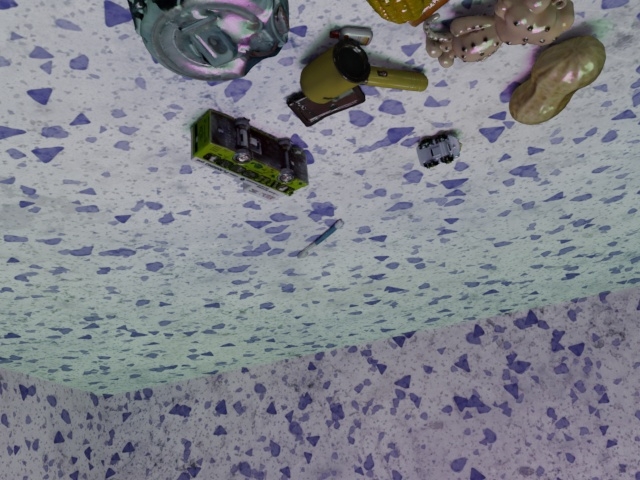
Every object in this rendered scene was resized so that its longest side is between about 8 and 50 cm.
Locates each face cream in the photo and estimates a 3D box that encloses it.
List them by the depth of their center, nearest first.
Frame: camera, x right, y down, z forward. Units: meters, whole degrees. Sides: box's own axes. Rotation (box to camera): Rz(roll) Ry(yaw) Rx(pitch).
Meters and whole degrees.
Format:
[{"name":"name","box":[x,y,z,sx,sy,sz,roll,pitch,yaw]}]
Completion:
[{"name":"face cream","box":[0.059,-0.399,1.396,0.083,0.021,0.040,0,156,-16]}]

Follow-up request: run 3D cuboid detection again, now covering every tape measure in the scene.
[{"name":"tape measure","box":[-0.186,-0.387,1.204,0.256,0.147,0.275,-20,152,27]}]

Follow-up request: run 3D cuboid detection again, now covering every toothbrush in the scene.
[{"name":"toothbrush","box":[0.000,0.000,2.260,0.025,0.019,0.276,2,155,-32]}]

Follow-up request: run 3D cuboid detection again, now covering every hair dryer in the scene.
[{"name":"hair dryer","box":[0.102,-0.334,1.480,0.279,0.090,0.135,-2,169,-35]}]

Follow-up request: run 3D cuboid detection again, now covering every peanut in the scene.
[{"name":"peanut","box":[0.500,-0.339,1.547,0.125,0.111,0.274,5,153,-17]}]

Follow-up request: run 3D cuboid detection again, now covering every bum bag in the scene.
[{"name":"bum bag","box":[0.014,-0.310,1.583,0.160,0.026,0.109,-20,153,15]}]

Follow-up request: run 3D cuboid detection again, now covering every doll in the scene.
[{"name":"doll","box":[0.333,-0.410,1.361,0.278,0.119,0.154,-10,157,30]}]

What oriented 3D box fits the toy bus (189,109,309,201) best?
[{"name":"toy bus","box":[-0.171,-0.195,1.683,0.139,0.113,0.302,-26,147,36]}]

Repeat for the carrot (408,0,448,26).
[{"name":"carrot","box":[0.235,-0.464,1.272,0.210,0.061,0.061,-30,148,33]}]

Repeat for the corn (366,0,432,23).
[{"name":"corn","box":[0.082,-0.469,1.133,0.121,0.120,0.363,-19,153,25]}]

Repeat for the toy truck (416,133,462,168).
[{"name":"toy truck","box":[0.304,-0.225,1.799,0.111,0.076,0.077,-15,179,21]}]
